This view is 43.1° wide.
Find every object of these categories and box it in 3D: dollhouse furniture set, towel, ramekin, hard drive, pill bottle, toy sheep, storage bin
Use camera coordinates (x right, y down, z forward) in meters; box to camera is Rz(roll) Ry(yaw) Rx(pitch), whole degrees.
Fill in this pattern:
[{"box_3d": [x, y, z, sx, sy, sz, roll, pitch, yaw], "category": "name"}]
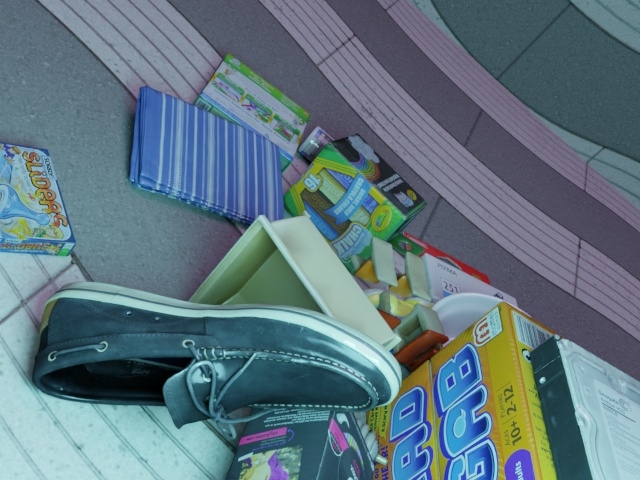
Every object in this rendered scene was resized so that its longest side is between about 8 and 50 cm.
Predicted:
[{"box_3d": [0.102, 0.154, 1.428, 0.259, 0.262, 0.135, 24, 40, -29], "category": "dollhouse furniture set"}, {"box_3d": [-0.217, -0.153, 1.604, 0.336, 0.040, 0.243, 21, 49, -34], "category": "towel"}, {"box_3d": [0.313, 0.247, 1.594, 0.277, 0.135, 0.277, 11, 44, -10], "category": "ramekin"}, {"box_3d": [0.415, 0.309, 1.108, 0.237, 0.064, 0.339, 30, 34, -21], "category": "hard drive"}, {"box_3d": [0.021, -0.199, 1.913, 0.137, 0.078, 0.078, 40, 32, -6], "category": "pill bottle"}, {"box_3d": [0.051, 0.331, 1.328, 0.132, 0.091, 0.091, 21, 31, 10], "category": "toy sheep"}, {"box_3d": [-0.055, 0.134, 1.274, 0.123, 0.260, 0.262, -16, 64, -53], "category": "storage bin"}]

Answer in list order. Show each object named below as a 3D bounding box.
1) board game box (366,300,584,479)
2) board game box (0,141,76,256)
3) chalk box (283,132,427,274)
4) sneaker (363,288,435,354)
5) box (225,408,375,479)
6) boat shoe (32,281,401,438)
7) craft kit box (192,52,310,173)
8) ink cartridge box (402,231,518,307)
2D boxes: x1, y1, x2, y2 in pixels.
[{"box_3d": [0.320, 0.394, 1.296, 0.357, 0.356, 0.356, 30, 35, -20], "category": "board game box"}, {"box_3d": [-0.471, -0.068, 1.261, 0.136, 0.035, 0.201, 5, 48, -44], "category": "board game box"}, {"box_3d": [0.094, -0.059, 1.722, 0.289, 0.179, 0.180, 46, 25, 7], "category": "chalk box"}, {"box_3d": [0.159, 0.178, 1.646, 0.240, 0.091, 0.126, 14, 61, -39], "category": "sneaker"}, {"box_3d": [-0.032, 0.354, 1.101, 0.270, 0.143, 0.165, -69, 142, -55], "category": "box"}, {"box_3d": [-0.145, 0.174, 1.073, 0.501, 0.186, 0.156, 8, 50, 7], "category": "boat shoe"}, {"box_3d": [-0.154, -0.294, 1.855, 0.250, 0.061, 0.246, 36, 36, -13], "category": "craft kit box"}, {"box_3d": [0.339, 0.107, 1.923, 0.296, 0.066, 0.261, 26, 37, -26], "category": "ink cartridge box"}]
